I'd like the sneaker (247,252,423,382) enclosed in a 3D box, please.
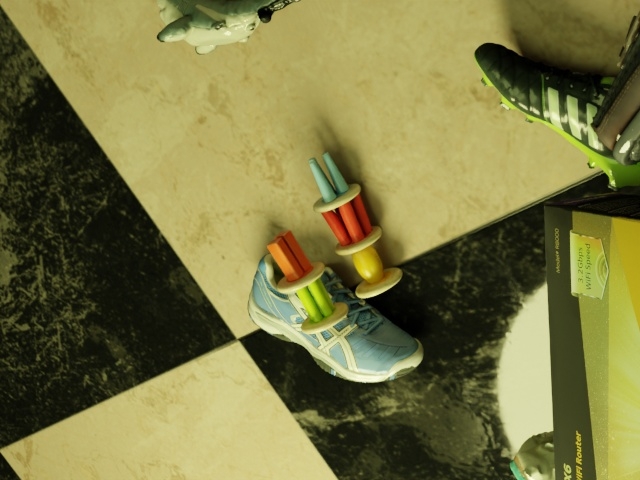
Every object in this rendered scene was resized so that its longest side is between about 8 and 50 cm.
[{"bbox_3d":[0.011,0.081,1.090,0.211,0.080,0.081,22,132,22],"label":"sneaker"}]

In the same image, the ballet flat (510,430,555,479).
[{"bbox_3d":[0.368,0.295,0.963,0.409,0.147,0.147,42,134,2],"label":"ballet flat"}]

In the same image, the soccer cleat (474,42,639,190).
[{"bbox_3d":[0.208,-0.116,0.843,0.179,0.060,0.072,37,124,1],"label":"soccer cleat"}]

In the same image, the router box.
[{"bbox_3d":[0.274,0.129,0.753,0.243,0.081,0.308,16,113,63],"label":"router box"}]

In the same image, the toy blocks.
[{"bbox_3d":[0.000,0.000,1.021,0.148,0.123,0.054,63,161,-14],"label":"toy blocks"}]

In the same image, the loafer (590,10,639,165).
[{"bbox_3d":[0.278,-0.191,0.699,0.095,0.109,0.302,47,119,24],"label":"loafer"}]

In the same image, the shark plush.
[{"bbox_3d":[-0.096,-0.226,0.990,0.161,0.073,0.067,-3,86,42],"label":"shark plush"}]
